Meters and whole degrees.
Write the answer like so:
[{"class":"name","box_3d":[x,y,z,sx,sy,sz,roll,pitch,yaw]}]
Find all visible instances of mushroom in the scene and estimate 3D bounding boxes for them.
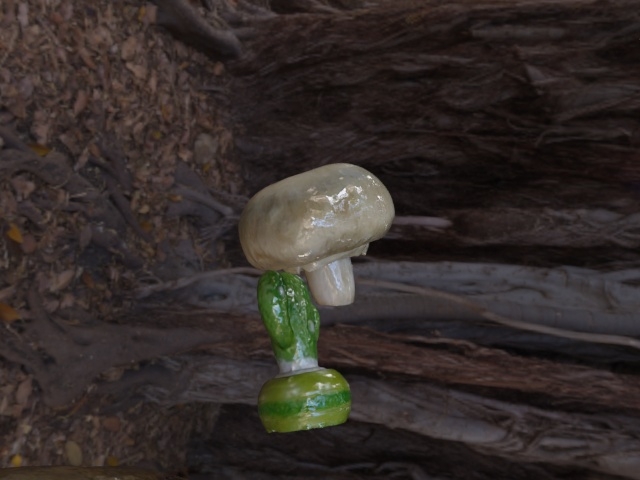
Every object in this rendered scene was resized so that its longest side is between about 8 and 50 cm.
[{"class":"mushroom","box_3d":[0.000,0.000,0.997,0.254,0.260,0.234,-18,90,-61]}]

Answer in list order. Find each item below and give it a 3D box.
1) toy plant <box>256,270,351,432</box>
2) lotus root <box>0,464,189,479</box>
[{"class":"toy plant","box_3d":[-0.046,0.214,1.195,0.224,0.184,0.316,24,55,-67]},{"class":"lotus root","box_3d":[-0.235,0.255,0.558,0.329,0.167,0.078,26,28,-54]}]
